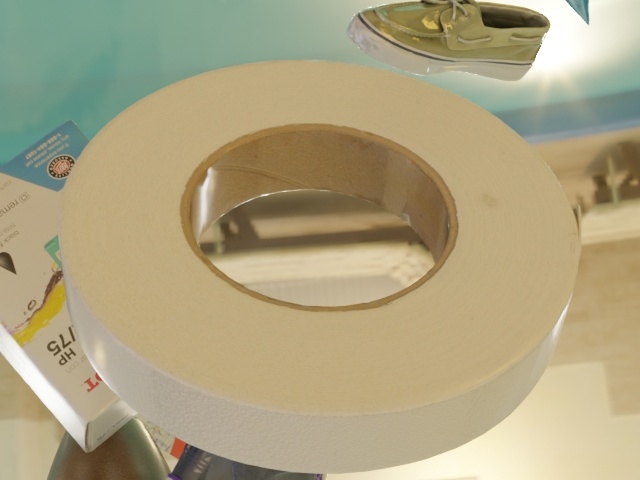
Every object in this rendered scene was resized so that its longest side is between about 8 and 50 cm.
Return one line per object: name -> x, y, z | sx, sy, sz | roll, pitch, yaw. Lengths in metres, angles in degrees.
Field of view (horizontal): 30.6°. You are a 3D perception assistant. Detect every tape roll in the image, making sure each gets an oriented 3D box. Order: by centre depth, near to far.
tape roll -> 0.000, 0.000, 0.892 | 0.392, 0.392, 0.072 | -3, 134, -9

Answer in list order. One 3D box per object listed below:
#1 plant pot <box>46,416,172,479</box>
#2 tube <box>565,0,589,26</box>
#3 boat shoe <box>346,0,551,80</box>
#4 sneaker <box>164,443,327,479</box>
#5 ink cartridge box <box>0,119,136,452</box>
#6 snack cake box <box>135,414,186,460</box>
plant pot -> -0.257, 0.331, 1.431 | 0.215, 0.230, 0.215 | -8, 135, -8
tube -> 0.279, -0.355, 1.433 | 0.052, 0.207, 0.080 | -26, 145, -1
boat shoe -> 0.171, -0.278, 1.531 | 0.302, 0.109, 0.094 | -1, 135, -36
sneaker -> -0.014, 0.253, 1.243 | 0.130, 0.236, 0.323 | 19, 157, 44
ink cartridge box -> -0.261, 0.056, 1.273 | 0.198, 0.270, 0.197 | -40, 172, -21
snack cake box -> -0.267, 0.244, 1.891 | 0.089, 0.152, 0.264 | 22, 165, 39
